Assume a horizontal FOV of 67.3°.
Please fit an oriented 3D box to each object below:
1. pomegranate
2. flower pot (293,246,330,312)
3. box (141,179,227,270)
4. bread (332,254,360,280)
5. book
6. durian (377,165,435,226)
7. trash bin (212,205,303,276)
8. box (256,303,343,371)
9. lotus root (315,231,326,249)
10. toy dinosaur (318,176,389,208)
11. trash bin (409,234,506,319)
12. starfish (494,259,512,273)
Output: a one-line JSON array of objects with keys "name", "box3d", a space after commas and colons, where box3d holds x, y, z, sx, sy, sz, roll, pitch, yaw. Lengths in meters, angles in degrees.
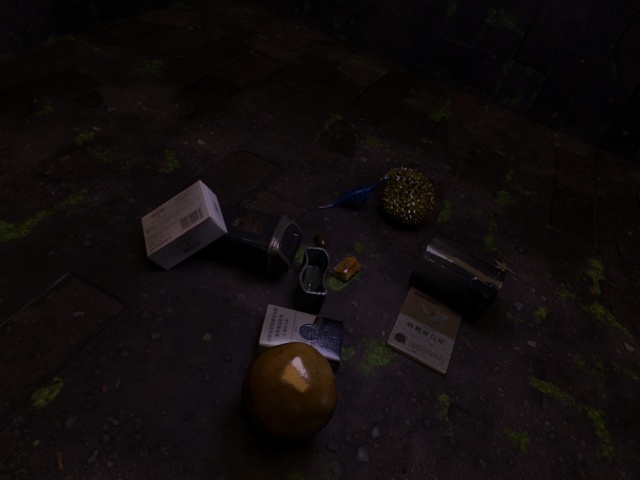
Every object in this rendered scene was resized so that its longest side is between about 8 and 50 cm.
[{"name": "pomegranate", "box3d": [-0.073, 0.396, 1.279, 0.264, 0.264, 0.264, 10, 42, -9]}, {"name": "flower pot", "box3d": [-0.030, 0.135, 1.686, 0.103, 0.108, 0.229, 13, 40, -5]}, {"name": "box", "box3d": [-0.465, -0.052, 1.635, 0.260, 0.111, 0.195, -32, 51, 9]}, {"name": "bread", "box3d": [0.100, 0.102, 1.808, 0.072, 0.053, 0.106, 31, 48, 20]}, {"name": "book", "box3d": [0.376, 0.309, 1.705, 0.216, 0.021, 0.310, 26, 42, 10]}, {"name": "durian", "box3d": [0.381, -0.202, 2.108, 0.258, 0.258, 0.293, 9, 31, -10]}, {"name": "trash bin", "box3d": [-0.223, 0.000, 1.716, 0.290, 0.182, 0.209, 16, 46, 6]}, {"name": "box", "box3d": [-0.060, 0.306, 1.516, 0.259, 0.071, 0.168, 13, 41, -4]}, {"name": "lotus root", "box3d": [-0.002, 0.000, 1.893, 0.030, 0.037, 0.083, -6, 47, -20]}, {"name": "toy dinosaur", "box3d": [0.161, -0.191, 2.091, 0.329, 0.144, 0.076, -21, 76, 15]}, {"name": "trash bin", "box3d": [0.508, 0.133, 1.801, 0.301, 0.203, 0.252, 30, 3, 15]}, {"name": "starfish", "box3d": [0.785, 0.113, 2.064, 0.092, 0.016, 0.086, 35, 45, 26]}]
